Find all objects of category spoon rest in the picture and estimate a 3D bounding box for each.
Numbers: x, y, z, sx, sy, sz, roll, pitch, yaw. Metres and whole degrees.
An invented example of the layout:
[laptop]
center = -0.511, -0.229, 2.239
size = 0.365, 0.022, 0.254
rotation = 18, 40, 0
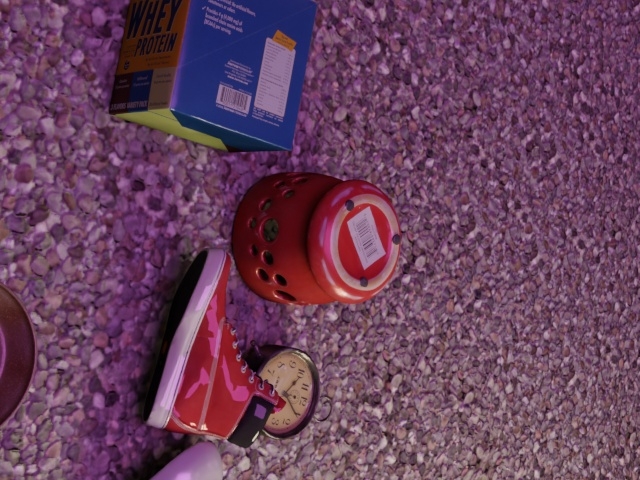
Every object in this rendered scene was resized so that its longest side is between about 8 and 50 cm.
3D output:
[spoon rest]
center = -0.222, 0.356, 1.255
size = 0.276, 0.084, 0.137
rotation = -42, 151, -39

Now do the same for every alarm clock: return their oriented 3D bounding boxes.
[alarm clock]
center = -0.051, 0.220, 1.425
size = 0.192, 0.064, 0.129
rotation = 29, 73, -37

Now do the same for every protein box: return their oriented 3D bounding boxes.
[protein box]
center = -0.133, -0.233, 1.271
size = 0.200, 0.136, 0.201
rotation = 15, 82, -43

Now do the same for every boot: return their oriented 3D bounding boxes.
[boot]
center = -0.115, 0.141, 1.306
size = 0.176, 0.088, 0.244
rotation = 16, 88, -18

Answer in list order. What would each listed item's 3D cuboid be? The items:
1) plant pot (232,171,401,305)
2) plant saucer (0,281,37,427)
[plant pot]
center = 0.000, 0.000, 1.389
size = 0.191, 0.174, 0.191
rotation = -4, 96, -41
[plant saucer]
center = -0.410, 0.129, 1.099
size = 0.199, 0.036, 0.198
rotation = -3, 94, -43
